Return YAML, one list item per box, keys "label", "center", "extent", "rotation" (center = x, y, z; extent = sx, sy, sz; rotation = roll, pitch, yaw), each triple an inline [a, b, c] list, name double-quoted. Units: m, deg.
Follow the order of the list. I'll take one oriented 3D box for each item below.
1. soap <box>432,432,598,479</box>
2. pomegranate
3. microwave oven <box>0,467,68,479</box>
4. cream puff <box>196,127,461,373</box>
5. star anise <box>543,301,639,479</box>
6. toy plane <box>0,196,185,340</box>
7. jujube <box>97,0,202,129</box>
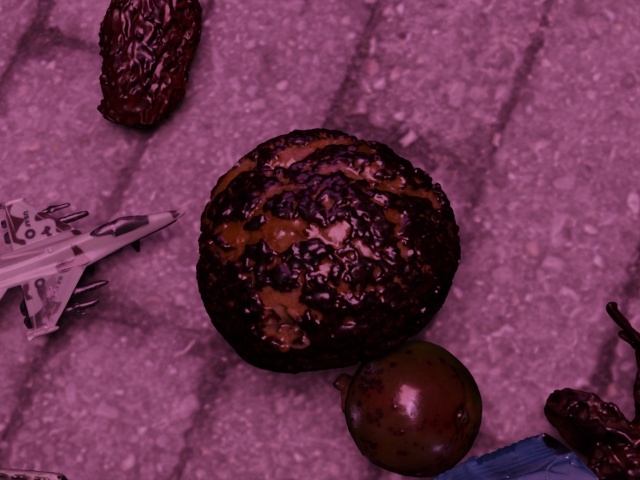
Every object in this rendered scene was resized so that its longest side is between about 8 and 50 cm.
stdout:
- label: "soap"
  center: [0.161, 0.314, 1.103]
  extent: [0.156, 0.077, 0.293]
  rotation: [-24, 59, 44]
- label: "pomegranate"
  center: [0.076, 0.149, 1.190]
  extent: [0.130, 0.130, 0.130]
  rotation: [-2, 69, 4]
- label: "microwave oven"
  center: [-0.261, 0.304, 1.136]
  extent: [0.129, 0.163, 0.205]
  rotation: [5, 66, 4]
- label: "cream puff"
  center: [0.000, 0.000, 1.198]
  extent: [0.239, 0.164, 0.239]
  rotation: [-12, 32, 8]
- label: "star anise"
  center: [0.291, 0.181, 1.158]
  extent: [0.220, 0.126, 0.190]
  rotation: [31, 87, 15]
- label: "toy plane"
  center: [-0.242, 0.016, 1.297]
  extent: [0.234, 0.082, 0.160]
  rotation: [-12, 57, -15]
- label: "jujube"
  center: [-0.165, -0.191, 1.358]
  extent: [0.104, 0.104, 0.165]
  rotation: [3, 82, 6]
